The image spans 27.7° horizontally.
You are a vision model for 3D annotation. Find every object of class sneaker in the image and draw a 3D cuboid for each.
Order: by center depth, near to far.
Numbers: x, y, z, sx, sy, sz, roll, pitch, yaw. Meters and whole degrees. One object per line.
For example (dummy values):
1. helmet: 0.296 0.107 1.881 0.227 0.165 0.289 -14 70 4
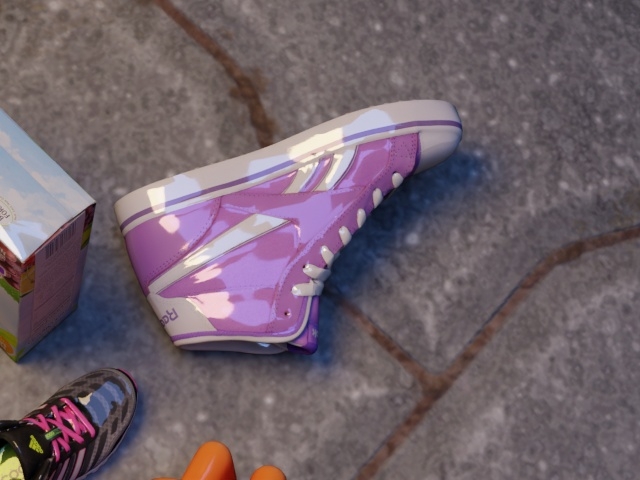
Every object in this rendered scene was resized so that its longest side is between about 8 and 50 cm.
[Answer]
1. sneaker: -0.194 0.145 0.902 0.170 0.075 0.063 -36 80 -23
2. sneaker: 0.000 0.000 1.001 0.282 0.102 0.161 -22 78 -9

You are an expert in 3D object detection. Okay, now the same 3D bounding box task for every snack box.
1. snack box: -0.242 -0.025 0.886 0.174 0.207 0.070 43 66 7

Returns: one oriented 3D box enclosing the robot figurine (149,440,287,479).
1. robot figurine: -0.092 0.246 0.857 0.158 0.128 0.219 39 63 -23
